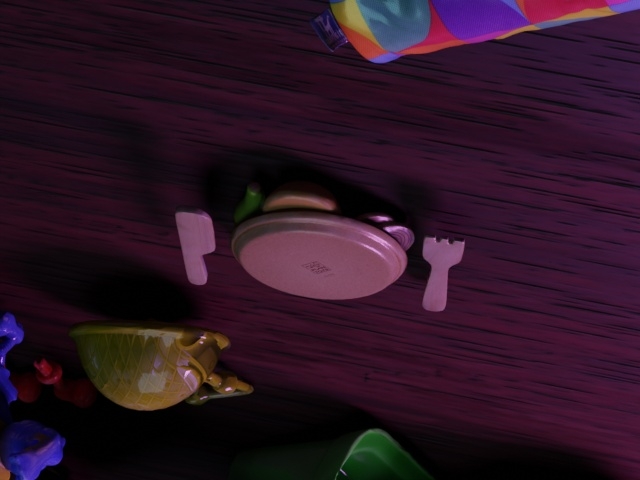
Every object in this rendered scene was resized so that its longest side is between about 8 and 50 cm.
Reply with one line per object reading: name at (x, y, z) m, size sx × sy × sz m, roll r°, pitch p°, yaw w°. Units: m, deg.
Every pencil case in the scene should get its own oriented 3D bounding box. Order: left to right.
pencil case at (0.107, -0.153, 0.871) m, size 0.236 × 0.104 × 0.104 m, roll -9°, pitch 140°, yaw 30°

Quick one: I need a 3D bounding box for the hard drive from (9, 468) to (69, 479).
hard drive at (-0.218, 0.243, 1.478) m, size 0.172 × 0.054 × 0.255 m, roll 32°, pitch 176°, yaw -30°

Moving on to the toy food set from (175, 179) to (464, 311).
toy food set at (0.000, 0.000, 1.207) m, size 0.192 × 0.038 × 0.132 m, roll 7°, pitch 154°, yaw 2°

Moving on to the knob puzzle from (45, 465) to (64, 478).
knob puzzle at (-0.304, 0.237, 1.680) m, size 0.213 × 0.030 × 0.213 m, roll 10°, pitch 146°, yaw 6°

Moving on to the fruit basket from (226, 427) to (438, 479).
fruit basket at (0.105, 0.328, 1.476) m, size 0.392 × 0.283 × 0.392 m, roll 25°, pitch 159°, yaw 10°

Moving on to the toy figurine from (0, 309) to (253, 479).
toy figurine at (-0.250, 0.171, 1.367) m, size 0.363 × 0.217 × 0.191 m, roll 3°, pitch 153°, yaw 16°
